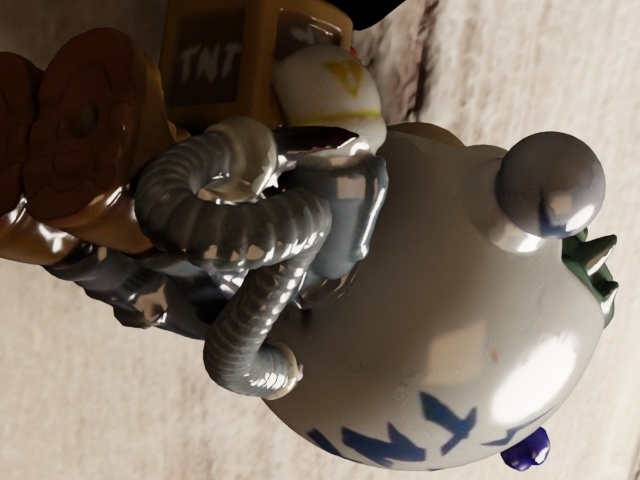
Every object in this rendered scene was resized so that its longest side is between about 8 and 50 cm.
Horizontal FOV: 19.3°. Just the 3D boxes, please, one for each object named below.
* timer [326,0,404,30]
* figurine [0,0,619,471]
[{"bbox_3d":[0.019,-0.178,0.807,0.144,0.055,0.187,-37,141,11],"label":"timer"},{"bbox_3d":[-0.003,-0.002,0.884,0.382,0.261,0.186,27,75,-47],"label":"figurine"}]
